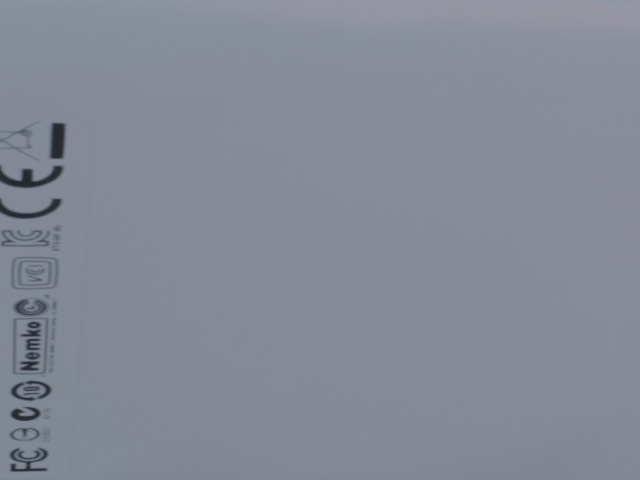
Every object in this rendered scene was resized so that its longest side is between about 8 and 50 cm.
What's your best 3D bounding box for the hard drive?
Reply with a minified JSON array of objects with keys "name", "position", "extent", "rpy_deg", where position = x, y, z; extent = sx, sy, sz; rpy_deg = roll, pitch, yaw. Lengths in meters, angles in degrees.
[{"name":"hard drive","position":[0.000,0.000,0.440],"extent":[0.353,0.047,0.233],"rpy_deg":[0,149,-9]}]
